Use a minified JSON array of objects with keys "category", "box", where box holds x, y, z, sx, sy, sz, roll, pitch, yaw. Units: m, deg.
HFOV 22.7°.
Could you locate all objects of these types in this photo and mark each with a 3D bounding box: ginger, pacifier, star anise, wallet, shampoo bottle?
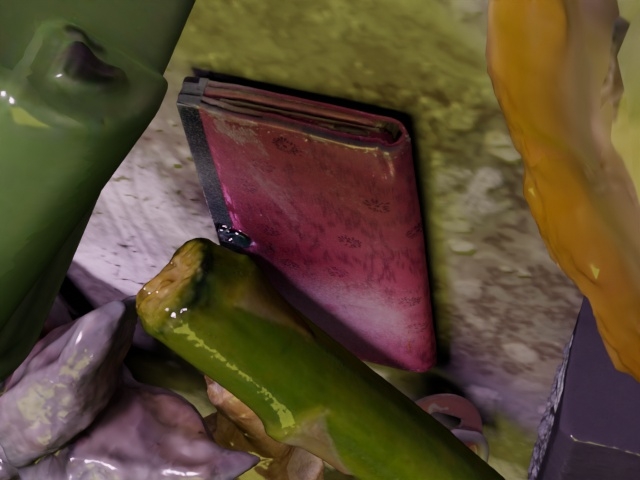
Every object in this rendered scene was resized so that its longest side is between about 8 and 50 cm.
[{"category":"ginger","box":[-0.052,0.129,1.068,0.096,0.067,0.165,13,135,34]},{"category":"pacifier","box":[0.059,0.132,0.998,0.081,0.099,0.078,18,-164,-35]},{"category":"star anise","box":[-0.164,0.138,1.025,0.359,0.139,0.316,40,152,0]},{"category":"wallet","box":[0.000,0.000,0.850,0.119,0.025,0.232,12,151,15]},{"category":"shampoo bottle","box":[0.150,0.137,0.904,0.071,0.098,0.309,13,150,6]}]

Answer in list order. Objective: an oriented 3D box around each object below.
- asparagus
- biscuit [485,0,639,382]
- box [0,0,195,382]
[{"category":"asparagus","box":[0.017,0.098,0.896,0.277,0.067,0.060,37,135,-23]},{"category":"biscuit","box":[0.217,-0.042,0.530,0.335,0.078,0.329,-18,114,33]},{"category":"box","box":[-0.185,-0.131,0.547,0.328,0.253,0.178,32,136,-20]}]
